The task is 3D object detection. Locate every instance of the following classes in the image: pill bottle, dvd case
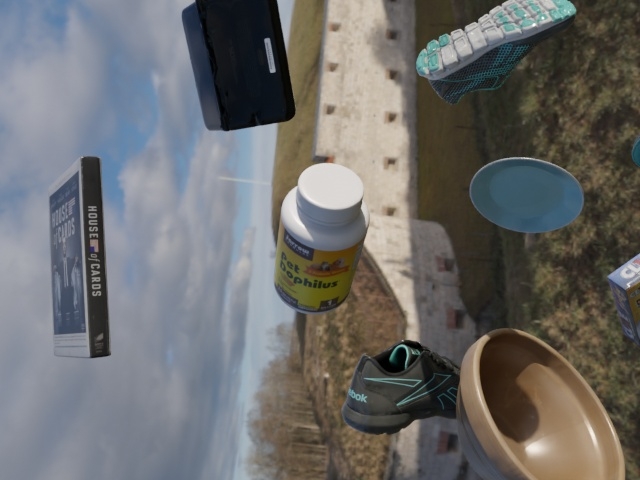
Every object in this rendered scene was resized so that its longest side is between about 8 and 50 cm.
[{"bbox_3d":[0.000,0.000,0.818,0.215,0.117,0.117,101,176,-49],"label":"pill bottle"},{"bbox_3d":[-0.313,0.029,0.767,0.179,0.030,0.238,-14,80,53],"label":"dvd case"}]

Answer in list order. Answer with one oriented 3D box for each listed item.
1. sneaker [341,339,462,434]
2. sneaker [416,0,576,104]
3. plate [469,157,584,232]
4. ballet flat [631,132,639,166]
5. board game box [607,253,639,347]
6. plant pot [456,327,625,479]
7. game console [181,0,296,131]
[{"bbox_3d":[0.155,0.198,0.850,0.101,0.268,0.106,17,107,55],"label":"sneaker"},{"bbox_3d":[0.192,-0.203,0.647,0.076,0.167,0.064,49,-150,-44],"label":"sneaker"},{"bbox_3d":[0.353,-0.081,1.028,0.188,0.188,0.024,99,-169,-57],"label":"plate"},{"bbox_3d":[0.401,-0.130,0.600,0.203,0.074,0.074,113,164,-73],"label":"ballet flat"},{"bbox_3d":[0.594,0.049,0.972,0.165,0.243,0.042,55,180,-36],"label":"board game box"},{"bbox_3d":[0.254,0.239,0.757,0.109,0.238,0.237,-52,22,38],"label":"plant pot"},{"bbox_3d":[-0.081,-0.172,0.578,0.071,0.107,0.122,-75,-24,-73],"label":"game console"}]
